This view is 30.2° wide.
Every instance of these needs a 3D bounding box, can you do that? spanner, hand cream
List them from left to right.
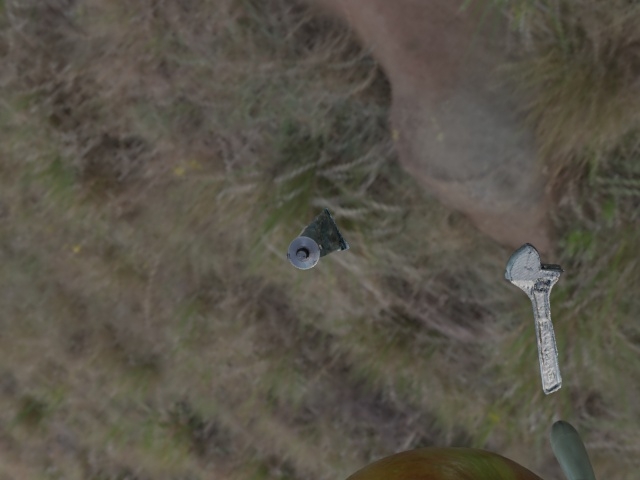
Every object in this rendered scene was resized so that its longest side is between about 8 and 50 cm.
[{"bbox_3d":[0.001,0.000,1.909,0.052,0.248,0.075,-1,99,16],"label":"hand cream"},{"bbox_3d":[0.358,0.133,1.923,0.026,0.093,0.325,-107,1,-54],"label":"spanner"}]

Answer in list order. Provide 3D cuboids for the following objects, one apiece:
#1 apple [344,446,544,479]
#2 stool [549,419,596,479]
[{"bbox_3d":[0.151,0.443,1.400,0.400,0.400,0.333,41,122,-4],"label":"apple"},{"bbox_3d":[0.344,0.408,1.785,0.199,0.195,0.195,-125,13,-68],"label":"stool"}]
